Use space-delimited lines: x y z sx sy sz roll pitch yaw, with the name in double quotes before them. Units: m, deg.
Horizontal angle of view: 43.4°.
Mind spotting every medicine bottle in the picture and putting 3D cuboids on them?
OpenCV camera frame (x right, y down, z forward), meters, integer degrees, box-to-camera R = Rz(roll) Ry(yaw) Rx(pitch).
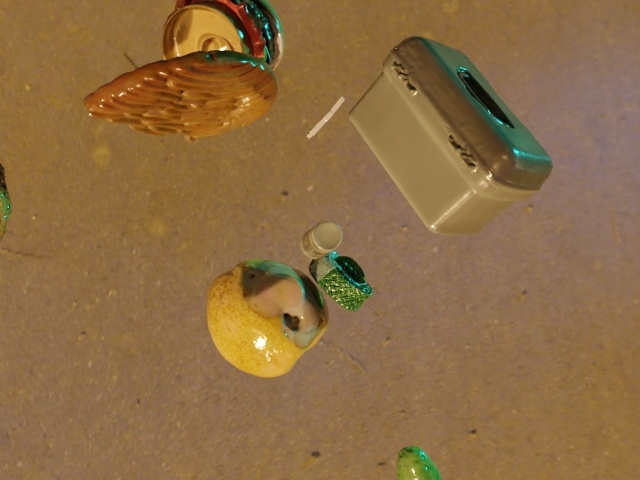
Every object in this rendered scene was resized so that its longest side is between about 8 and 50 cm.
"medicine bottle" 0.000 0.000 1.200 0.047 0.083 0.047 3 79 -14

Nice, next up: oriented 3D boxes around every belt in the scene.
"belt" 0.050 0.079 1.747 0.151 0.079 0.121 45 15 23

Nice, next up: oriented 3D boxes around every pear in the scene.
"pear" -0.120 0.162 1.754 0.271 0.271 0.271 7 63 -15

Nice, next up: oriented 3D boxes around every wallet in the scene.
"wallet" 0.009 -0.203 1.332 0.011 0.044 0.083 42 82 -6

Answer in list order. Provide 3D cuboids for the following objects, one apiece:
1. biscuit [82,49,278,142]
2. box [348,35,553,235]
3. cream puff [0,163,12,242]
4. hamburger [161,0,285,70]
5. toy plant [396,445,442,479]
"biscuit" -0.139 -0.144 0.848 0.228 0.176 0.031 -18 77 -29
"box" 0.142 -0.115 0.900 0.148 0.129 0.210 0 52 -53
"cream puff" -0.361 -0.035 0.775 0.104 0.133 0.119 -57 135 -51
"hamburger" -0.131 -0.281 1.141 0.175 0.175 0.137 40 41 3
"toy plant" 0.244 0.642 1.668 0.210 0.317 0.356 -7 55 11
